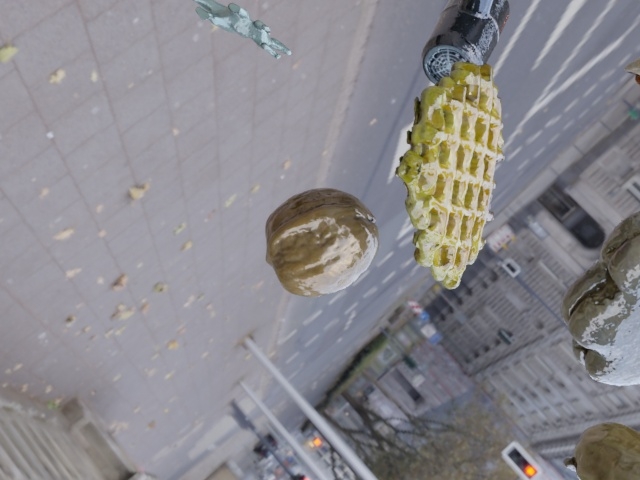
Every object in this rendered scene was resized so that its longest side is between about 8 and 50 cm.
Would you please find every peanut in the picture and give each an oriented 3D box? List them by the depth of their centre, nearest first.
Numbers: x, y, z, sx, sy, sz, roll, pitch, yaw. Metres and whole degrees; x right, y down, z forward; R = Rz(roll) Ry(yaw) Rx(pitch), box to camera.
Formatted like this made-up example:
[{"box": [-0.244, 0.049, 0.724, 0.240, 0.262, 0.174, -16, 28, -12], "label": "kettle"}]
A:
[{"box": [0.420, 0.320, 0.836, 0.143, 0.159, 0.291, -8, -167, -33], "label": "peanut"}]

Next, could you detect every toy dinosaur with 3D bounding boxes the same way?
[{"box": [-0.170, -0.411, 1.339, 0.053, 0.242, 0.167, -62, 179, 11], "label": "toy dinosaur"}]

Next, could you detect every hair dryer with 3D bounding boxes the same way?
[{"box": [0.244, -0.409, 1.097, 0.352, 0.107, 0.189, 96, 19, -53], "label": "hair dryer"}]

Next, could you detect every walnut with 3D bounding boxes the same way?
[{"box": [0.000, 0.000, 1.026, 0.166, 0.166, 0.149, -41, 152, -8], "label": "walnut"}]

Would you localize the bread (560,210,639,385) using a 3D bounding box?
[{"box": [0.424, 0.103, 0.973, 0.183, 0.102, 0.337, -28, 131, 7], "label": "bread"}]

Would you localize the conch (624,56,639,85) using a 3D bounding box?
[{"box": [0.583, -0.277, 1.184, 0.176, 0.104, 0.094, -14, -130, 42], "label": "conch"}]

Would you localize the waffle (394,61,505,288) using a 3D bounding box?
[{"box": [0.176, -0.085, 0.919, 0.291, 0.051, 0.291, -17, 112, -52], "label": "waffle"}]
